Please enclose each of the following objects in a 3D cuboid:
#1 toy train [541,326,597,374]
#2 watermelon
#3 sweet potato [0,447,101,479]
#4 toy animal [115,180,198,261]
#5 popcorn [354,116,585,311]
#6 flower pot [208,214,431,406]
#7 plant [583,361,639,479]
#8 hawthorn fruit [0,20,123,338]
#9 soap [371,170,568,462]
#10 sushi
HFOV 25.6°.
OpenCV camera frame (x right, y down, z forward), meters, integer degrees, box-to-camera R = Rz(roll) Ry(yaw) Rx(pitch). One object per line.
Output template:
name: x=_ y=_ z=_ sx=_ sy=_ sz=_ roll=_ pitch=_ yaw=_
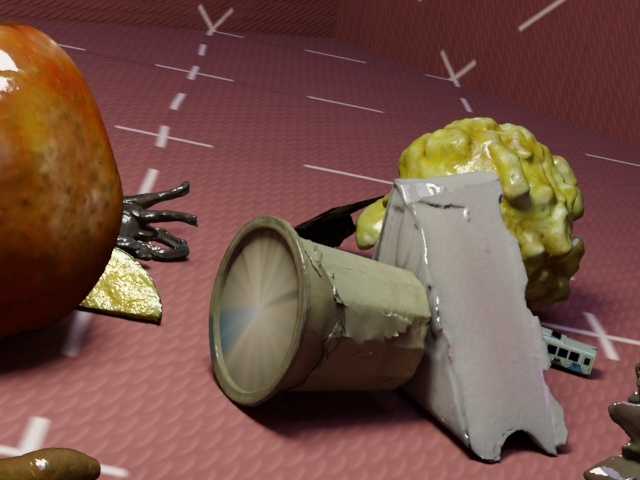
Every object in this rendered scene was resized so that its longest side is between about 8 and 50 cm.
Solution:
toy train: x=0.268 y=0.131 z=1.901 sx=0.207 sy=0.047 sz=0.043 roll=17 pitch=15 yaw=11
watermelon: x=-0.283 y=0.058 z=1.765 sx=0.181 sy=0.075 sz=0.092 roll=10 pitch=60 yaw=-5
sweet potato: x=-0.282 y=0.209 z=1.161 sx=0.243 sy=0.077 sz=0.077 roll=0 pitch=20 yaw=-35
toy animal: x=-0.254 y=-0.028 z=1.987 sx=0.148 sy=0.085 sz=0.233 roll=7 pitch=20 yaw=-13
popcorn: x=0.232 y=-0.041 z=2.017 sx=0.274 sy=0.279 sz=0.335 roll=-9 pitch=-46 yaw=50
flower pot: x=0.009 y=0.091 z=1.583 sx=0.202 sy=0.212 sz=0.212 roll=11 pitch=15 yaw=-28
plant: x=0.441 y=0.234 z=1.481 sx=0.320 sy=0.194 sz=0.181 roll=13 pitch=3 yaw=-15
hawthorn fruit: x=-0.405 y=-0.091 z=1.554 sx=0.402 sy=0.403 sz=0.403 roll=11 pitch=16 yaw=-3
soap: x=0.186 y=0.075 z=1.652 sx=0.158 sy=0.258 sz=0.302 roll=4 pitch=19 yaw=-31
sushi: x=0.000 y=0.000 z=2.066 sx=0.192 sy=0.051 sz=0.215 roll=-26 pitch=-4 yaw=29
